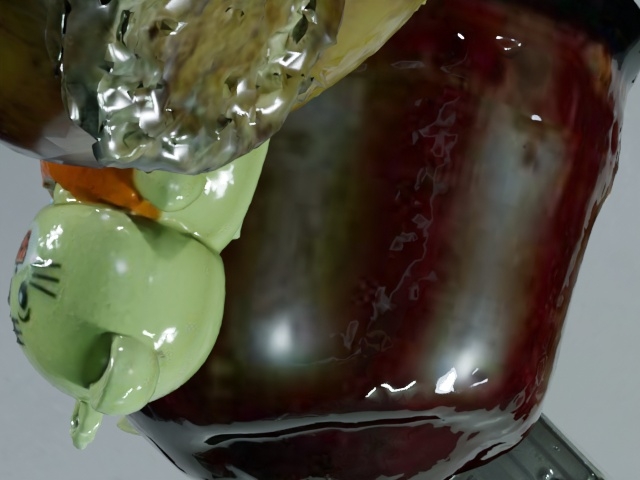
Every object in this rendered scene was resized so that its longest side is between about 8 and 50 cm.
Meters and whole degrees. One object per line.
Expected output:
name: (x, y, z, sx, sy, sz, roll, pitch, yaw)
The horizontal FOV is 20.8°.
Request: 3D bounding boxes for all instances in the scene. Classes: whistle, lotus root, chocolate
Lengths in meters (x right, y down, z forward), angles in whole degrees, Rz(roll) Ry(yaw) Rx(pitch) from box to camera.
whistle: (-0.084, -0.040, 0.848, 0.106, 0.131, 0.289, 14, 87, -18)
lotus root: (-0.067, -0.156, 0.485, 0.179, 0.196, 0.397, -31, 41, 8)
chocolate: (0.000, 0.000, 1.113, 0.383, 0.384, 0.331, 11, 72, 5)

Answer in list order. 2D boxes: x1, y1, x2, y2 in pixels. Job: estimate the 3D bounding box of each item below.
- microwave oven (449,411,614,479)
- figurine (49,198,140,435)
microwave oven: (0.139, 0.240, 1.401, 0.205, 0.129, 0.163, -47, 41, 2)
figurine: (-0.135, 0.070, 1.487, 0.180, 0.262, 0.154, -3, 41, 17)
